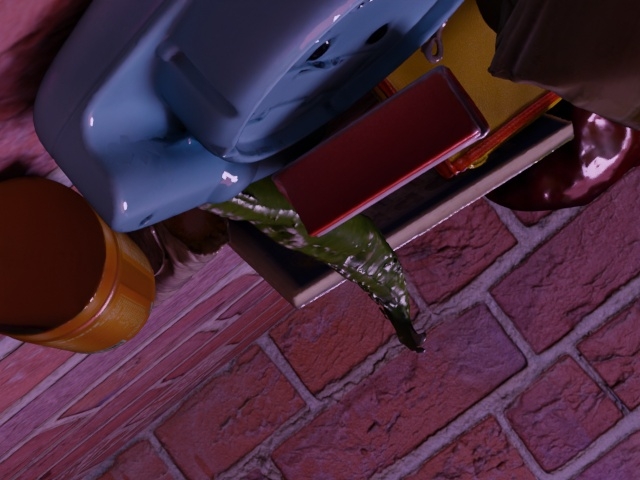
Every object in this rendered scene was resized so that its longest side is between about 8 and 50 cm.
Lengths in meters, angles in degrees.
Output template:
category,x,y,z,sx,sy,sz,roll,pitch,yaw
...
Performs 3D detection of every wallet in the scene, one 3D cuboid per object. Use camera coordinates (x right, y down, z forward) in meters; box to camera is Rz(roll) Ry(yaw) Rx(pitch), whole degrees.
category,x,y,z,sx,sy,sz,roll,pitch,yaw
wallet,0.170,-0.170,0.973,0.241,0.141,0.067,-35,178,-20

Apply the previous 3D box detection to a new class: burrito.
category,x,y,z,sx,sy,sz,roll,pitch,yaw
burrito,-0.132,0.006,0.819,0.060,0.087,0.226,-25,172,-25

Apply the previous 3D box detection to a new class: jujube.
category,x,y,z,sx,sy,sz,roll,pitch,yaw
jujube,0.310,-0.182,1.224,0.376,0.258,0.258,-49,-178,-39

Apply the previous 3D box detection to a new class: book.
category,x,y,z,sx,sy,sz,roll,pitch,yaw
book,0.063,-0.059,1.011,0.322,0.018,0.228,-31,-151,-12

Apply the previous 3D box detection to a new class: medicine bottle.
category,x,y,z,sx,sy,sz,roll,pitch,yaw
medicine bottle,-0.167,0.024,0.654,0.096,0.096,0.192,-38,174,-5

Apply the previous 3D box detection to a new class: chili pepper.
category,x,y,z,sx,sy,sz,roll,pitch,yaw
chili pepper,0.000,0.000,0.779,0.076,0.085,0.359,-51,142,4

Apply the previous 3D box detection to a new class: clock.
category,x,y,z,sx,sy,sz,roll,pitch,yaw
clock,-0.006,-0.125,0.516,0.274,0.094,0.224,-41,174,34

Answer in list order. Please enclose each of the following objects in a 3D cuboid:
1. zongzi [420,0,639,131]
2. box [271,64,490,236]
category,x,y,z,sx,sy,sz,roll,pitch,yaw
zongzi,0.206,-0.271,0.609,0.447,0.182,0.418,-93,-163,-71
box,0.047,-0.064,0.666,0.123,0.050,0.229,-34,-177,11
